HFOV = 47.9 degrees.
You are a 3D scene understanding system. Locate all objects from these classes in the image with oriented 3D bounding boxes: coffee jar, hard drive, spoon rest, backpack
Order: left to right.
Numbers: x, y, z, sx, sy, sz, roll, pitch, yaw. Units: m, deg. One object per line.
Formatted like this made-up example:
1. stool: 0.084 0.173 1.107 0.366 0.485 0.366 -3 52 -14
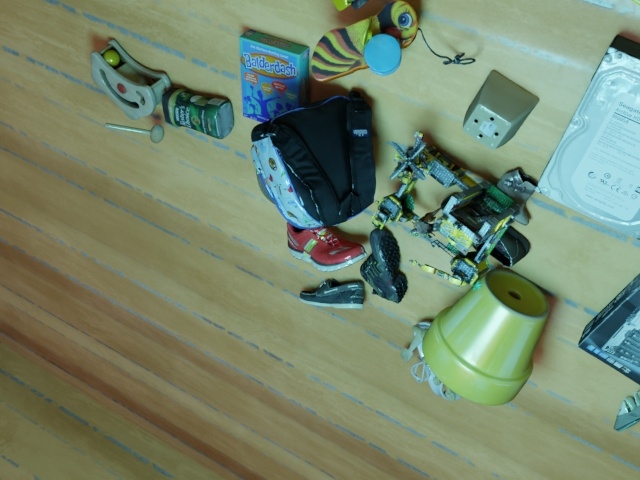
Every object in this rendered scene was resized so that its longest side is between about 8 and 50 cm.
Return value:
1. coffee jar: -0.313 -0.324 1.822 0.184 0.079 0.096 19 135 24
2. backpack: -0.012 -0.157 1.576 0.213 0.277 0.263 -19 94 64
3. spoon rest: 0.320 0.327 1.916 0.137 0.084 0.276 18 139 47
4. hard drive: 0.563 -0.172 1.305 0.237 0.064 0.339 29 138 13

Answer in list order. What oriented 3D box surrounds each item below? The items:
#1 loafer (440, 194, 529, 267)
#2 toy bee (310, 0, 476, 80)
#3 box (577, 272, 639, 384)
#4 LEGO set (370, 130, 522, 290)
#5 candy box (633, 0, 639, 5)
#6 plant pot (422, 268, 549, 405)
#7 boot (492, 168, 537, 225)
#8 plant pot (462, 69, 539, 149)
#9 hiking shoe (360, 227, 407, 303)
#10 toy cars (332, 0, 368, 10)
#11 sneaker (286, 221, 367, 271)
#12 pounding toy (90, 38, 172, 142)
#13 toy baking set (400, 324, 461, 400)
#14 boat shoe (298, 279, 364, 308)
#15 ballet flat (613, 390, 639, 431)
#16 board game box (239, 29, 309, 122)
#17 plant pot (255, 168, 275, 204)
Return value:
1. loafer: 0.357 -0.020 1.585 0.220 0.078 0.080 34 139 7
2. toy bee: 0.124 -0.400 1.386 0.195 0.298 0.162 -163 65 -75
3. box: 0.745 0.222 1.511 0.307 0.076 0.242 33 139 8
4. LEGO set: 0.237 -0.046 1.499 0.331 0.192 0.255 48 127 15
5. candy box: 0.519 -0.427 1.134 0.206 0.027 0.105 34 136 7
6. plant pot: 0.396 0.206 1.655 0.254 0.254 0.239 31 123 11
7. boot: 0.420 -0.092 1.506 0.118 0.042 0.087 39 132 -9
8. plant pot: 0.335 -0.241 1.389 0.109 0.096 0.109 35 140 7
9. hiking shoe: 0.142 0.066 1.822 0.114 0.086 0.226 5 129 32
10. toy cars: 0.114 -0.585 1.261 0.176 0.087 0.393 25 134 10
11. sneaker: 0.000 0.000 1.832 0.279 0.107 0.118 14 124 47
12. pounding toy: -0.493 -0.376 1.851 0.269 0.155 0.154 46 144 -7
13. toy baking set: 0.288 0.315 1.867 0.256 0.030 0.196 29 134 45
14. boat shoe: 0.032 0.148 2.006 0.233 0.084 0.079 -2 87 47
15. ballet flat: 0.743 0.387 1.675 0.068 0.072 0.213 63 156 19
16. board game box: -0.106 -0.361 1.654 0.160 0.047 0.210 22 136 21
17. plant pot: -0.075 -0.156 1.770 0.237 0.109 0.237 20 137 21
